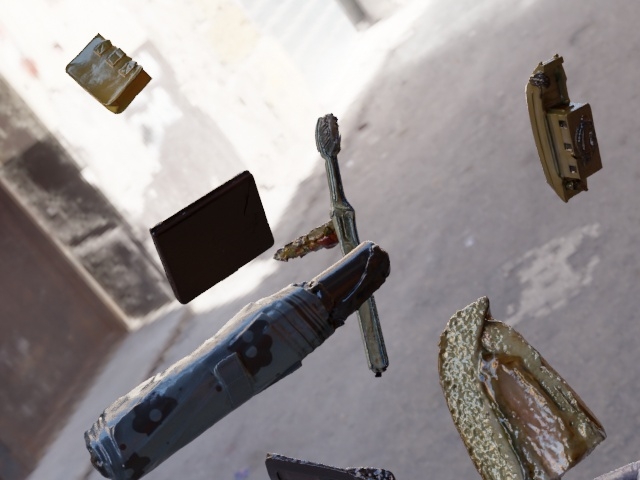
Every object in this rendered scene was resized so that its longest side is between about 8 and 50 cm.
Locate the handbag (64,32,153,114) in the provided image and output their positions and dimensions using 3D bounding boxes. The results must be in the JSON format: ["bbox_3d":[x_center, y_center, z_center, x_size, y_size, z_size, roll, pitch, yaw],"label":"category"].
[{"bbox_3d":[-0.228,-0.180,1.237,0.061,0.083,0.027,-48,-24,-3],"label":"handbag"}]

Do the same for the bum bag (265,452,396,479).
[{"bbox_3d":[0.018,0.284,1.326,0.159,0.109,0.026,9,52,19],"label":"bum bag"}]

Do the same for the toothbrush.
[{"bbox_3d":[0.028,-0.003,1.113,0.028,0.026,0.294,121,144,-55],"label":"toothbrush"}]

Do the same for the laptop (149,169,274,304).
[{"bbox_3d":[-0.176,-0.005,1.909,0.207,0.154,0.026,-34,34,-27],"label":"laptop"}]

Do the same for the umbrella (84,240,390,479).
[{"bbox_3d":[-0.053,0.080,0.800,0.250,0.052,0.053,-36,27,-20],"label":"umbrella"}]

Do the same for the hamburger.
[{"bbox_3d":[0.199,0.175,1.259,0.135,0.207,0.155,-40,-12,4],"label":"hamburger"}]

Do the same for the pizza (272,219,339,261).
[{"bbox_3d":[-0.009,0.006,1.389,0.099,0.029,0.100,-27,-9,1],"label":"pizza"}]

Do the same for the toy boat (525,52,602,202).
[{"bbox_3d":[0.320,-0.146,1.516,0.057,0.200,0.077,-29,24,-27],"label":"toy boat"}]

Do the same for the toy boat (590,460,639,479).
[{"bbox_3d":[0.291,0.241,0.937,0.283,0.078,0.127,-25,55,38],"label":"toy boat"}]
